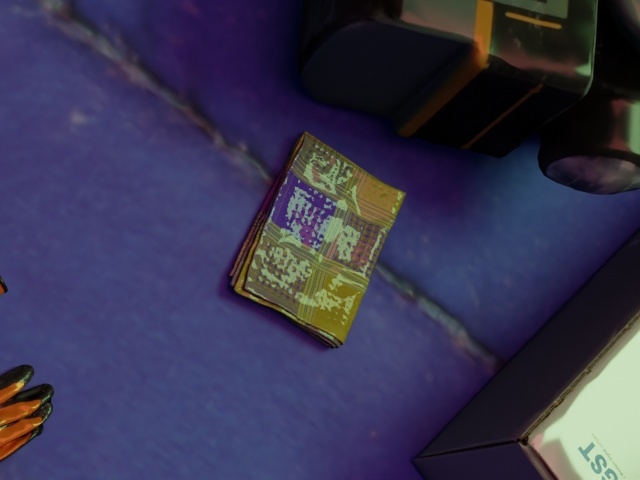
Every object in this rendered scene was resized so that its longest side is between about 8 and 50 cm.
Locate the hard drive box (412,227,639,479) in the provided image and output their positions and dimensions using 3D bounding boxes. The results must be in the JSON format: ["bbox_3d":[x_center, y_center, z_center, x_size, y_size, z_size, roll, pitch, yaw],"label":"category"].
[{"bbox_3d":[0.186,0.090,0.741,0.232,0.089,0.181,-41,99,-29],"label":"hard drive box"}]

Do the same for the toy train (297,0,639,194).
[{"bbox_3d":[0.097,-0.188,0.734,0.190,0.142,0.334,11,74,-16],"label":"toy train"}]

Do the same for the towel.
[{"bbox_3d":[0.000,0.000,0.706,0.060,0.009,0.083,33,66,-18],"label":"towel"}]

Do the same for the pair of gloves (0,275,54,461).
[{"bbox_3d":[-0.143,0.049,0.618,0.074,0.010,0.083,-25,91,-30],"label":"pair of gloves"}]
